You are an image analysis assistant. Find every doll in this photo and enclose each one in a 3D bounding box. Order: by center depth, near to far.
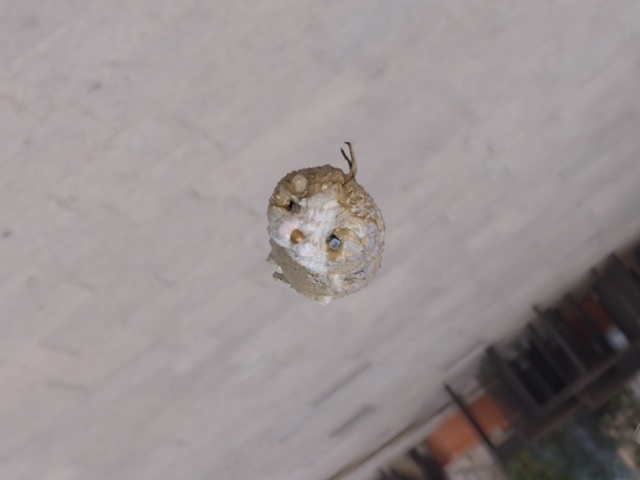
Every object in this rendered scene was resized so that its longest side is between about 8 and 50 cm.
[{"bbox_3d":[0.006,0.004,1.470,0.115,0.105,0.221,-52,165,-22],"label":"doll"}]

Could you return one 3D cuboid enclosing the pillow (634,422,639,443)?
[{"bbox_3d":[0.365,0.139,1.288,0.052,0.212,0.208,-46,151,-38],"label":"pillow"}]
